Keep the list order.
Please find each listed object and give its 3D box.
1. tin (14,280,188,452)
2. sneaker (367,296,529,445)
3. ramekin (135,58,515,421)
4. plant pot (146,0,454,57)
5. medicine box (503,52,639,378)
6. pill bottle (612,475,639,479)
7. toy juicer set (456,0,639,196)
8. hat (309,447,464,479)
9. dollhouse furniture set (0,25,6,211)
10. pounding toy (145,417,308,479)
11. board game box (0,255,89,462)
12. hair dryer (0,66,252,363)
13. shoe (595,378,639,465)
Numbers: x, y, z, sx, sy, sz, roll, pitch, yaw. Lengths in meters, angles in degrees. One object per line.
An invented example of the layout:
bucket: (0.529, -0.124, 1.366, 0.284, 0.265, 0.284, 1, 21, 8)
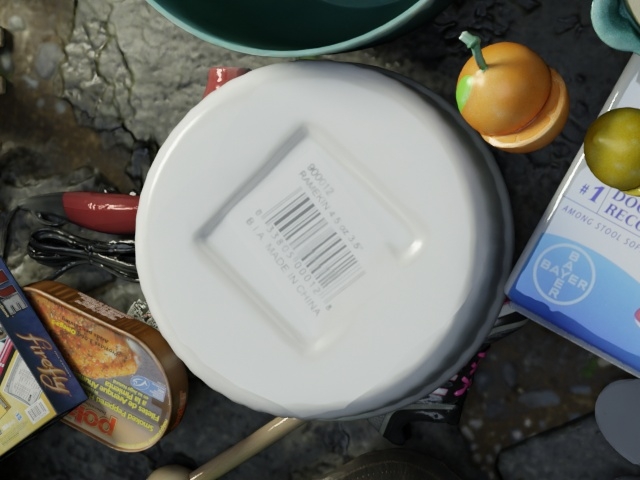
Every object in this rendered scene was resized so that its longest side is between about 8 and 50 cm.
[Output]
tin: (-0.191, 0.102, 1.118, 0.190, 0.040, 0.106, 24, 111, 22)
sneaker: (0.102, 0.105, 1.078, 0.170, 0.063, 0.075, -34, 88, 15)
ramekin: (0.000, 0.000, 0.986, 0.277, 0.135, 0.277, 0, 89, 9)
plant pot: (0.009, -0.272, 0.993, 0.293, 0.235, 0.293, 1, 93, 15)
medicine box: (0.316, -0.026, 0.971, 0.263, 0.149, 0.289, 29, 100, 11)
pill bottle: (0.245, 0.282, 1.023, 0.112, 0.112, 0.186, 17, 96, 13)
toy juicer set: (0.234, -0.129, 0.828, 0.329, 0.089, 0.209, -2, 100, -5)
hat: (0.061, 0.330, 1.036, 0.331, 0.134, 0.331, -30, 45, 35)
dollhouse furniture set: (-0.351, -0.153, 1.079, 0.135, 0.259, 0.262, -1, 91, 5)
pounding toy: (-0.082, 0.244, 1.043, 0.183, 0.110, 0.237, -34, 47, 24)
board game box: (-0.321, 0.123, 1.153, 0.243, 0.042, 0.165, -35, 85, 33)
hair dryer: (-0.140, -0.020, 1.123, 0.223, 0.080, 0.293, 41, 101, 10)
shoe: (0.295, 0.163, 1.031, 0.178, 0.081, 0.063, 24, 86, 41)
